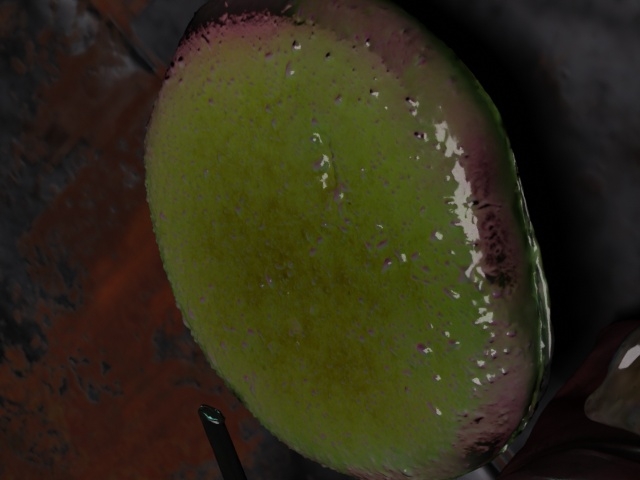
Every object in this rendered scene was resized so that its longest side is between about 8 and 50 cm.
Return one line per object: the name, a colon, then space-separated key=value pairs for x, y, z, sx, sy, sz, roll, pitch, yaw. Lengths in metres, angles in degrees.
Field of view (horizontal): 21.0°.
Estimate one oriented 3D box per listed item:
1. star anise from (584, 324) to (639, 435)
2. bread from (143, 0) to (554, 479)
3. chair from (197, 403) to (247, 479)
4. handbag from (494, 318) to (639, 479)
star anise: x=0.180 y=0.039 z=0.540 sx=0.197 sy=0.212 sz=0.073 roll=-6 pitch=151 yaw=18
bread: x=0.000 y=0.000 z=0.718 sx=0.228 sy=0.033 sz=0.228 roll=22 pitch=121 yaw=40
chair: x=-0.020 y=0.234 z=0.775 sx=0.172 sy=0.159 sz=0.247 roll=23 pitch=140 yaw=20
handbag: x=0.167 y=0.132 z=0.633 sx=0.225 sy=0.135 sz=0.146 roll=19 pitch=127 yaw=24
